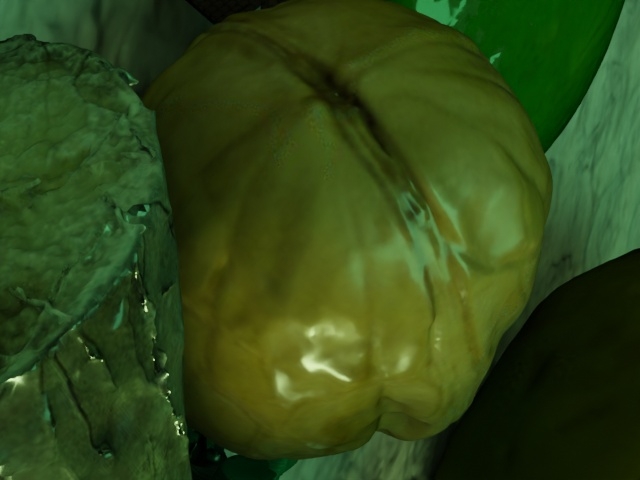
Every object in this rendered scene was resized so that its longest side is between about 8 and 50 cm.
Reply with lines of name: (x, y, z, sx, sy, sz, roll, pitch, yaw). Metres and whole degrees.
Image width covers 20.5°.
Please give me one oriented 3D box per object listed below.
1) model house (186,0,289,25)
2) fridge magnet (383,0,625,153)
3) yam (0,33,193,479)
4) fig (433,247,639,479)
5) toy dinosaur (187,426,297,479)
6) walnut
model house: (-0.024, -0.105, 0.636, 0.083, 0.057, 0.058, 39, 68, -60)
fridge magnet: (0.075, -0.120, 0.754, 0.208, 0.088, 0.208, -33, 132, -45)
yam: (-0.099, 0.080, 0.537, 0.154, 0.154, 0.254, -42, 142, -39)
fig: (0.202, 0.184, 0.923, 0.343, 0.343, 0.343, -34, 133, -46)
toy dinosaur: (-0.051, 0.123, 0.722, 0.132, 0.059, 0.096, -26, 134, -59)
walnut: (0.000, 0.000, 0.632, 0.159, 0.159, 0.207, -58, 170, -21)
